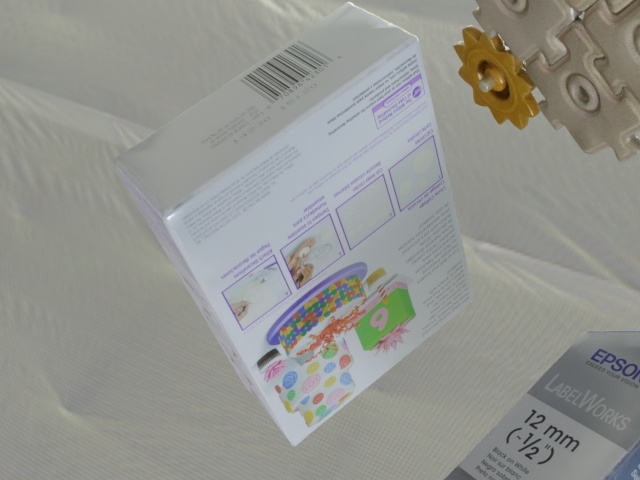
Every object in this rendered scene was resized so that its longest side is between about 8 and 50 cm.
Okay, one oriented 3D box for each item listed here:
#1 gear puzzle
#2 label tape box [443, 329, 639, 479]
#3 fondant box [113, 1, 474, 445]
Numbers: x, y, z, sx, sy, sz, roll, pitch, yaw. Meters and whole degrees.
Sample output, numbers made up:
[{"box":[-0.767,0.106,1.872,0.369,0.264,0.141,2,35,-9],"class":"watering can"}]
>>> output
[{"box":[0.170,-0.139,0.537,0.044,0.339,0.175,-35,-92,-16],"class":"gear puzzle"},{"box":[0.242,0.204,0.652,0.347,0.249,0.115,-44,-152,-13],"class":"label tape box"},{"box":[0.000,0.000,0.769,0.238,0.330,0.096,-37,-134,-15],"class":"fondant box"}]
